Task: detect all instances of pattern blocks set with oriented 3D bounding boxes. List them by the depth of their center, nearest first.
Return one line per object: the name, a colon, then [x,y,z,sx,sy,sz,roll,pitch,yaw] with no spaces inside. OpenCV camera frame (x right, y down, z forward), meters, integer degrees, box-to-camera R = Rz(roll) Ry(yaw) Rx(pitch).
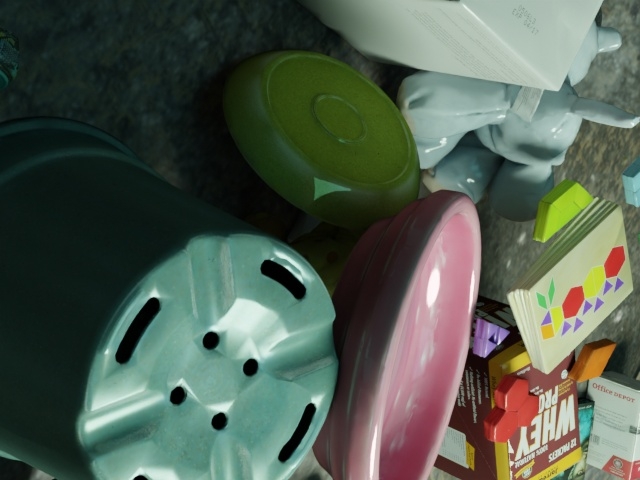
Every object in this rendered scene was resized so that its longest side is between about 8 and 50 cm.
pattern blocks set: [0.287,0.055,1.453,0.325,0.026,0.285,-32,129,-30]

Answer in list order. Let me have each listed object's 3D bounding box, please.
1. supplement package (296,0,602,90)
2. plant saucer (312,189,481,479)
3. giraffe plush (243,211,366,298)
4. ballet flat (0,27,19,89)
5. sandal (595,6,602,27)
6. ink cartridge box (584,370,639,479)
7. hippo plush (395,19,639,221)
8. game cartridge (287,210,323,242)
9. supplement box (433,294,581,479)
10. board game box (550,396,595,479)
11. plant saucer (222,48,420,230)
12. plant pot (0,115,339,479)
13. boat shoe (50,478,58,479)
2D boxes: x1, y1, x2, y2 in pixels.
supplement package: [0.129,-0.287,1.323,0.177,0.293,0.175,32,81,-41]
plant saucer: [0.072,0.109,1.241,0.332,0.084,0.332,14,90,-71]
giraffe plush: [-0.029,0.031,1.376,0.170,0.210,0.181,5,116,3]
ballet flat: [-0.341,-0.204,1.116,0.188,0.070,0.070,39,76,-41]
sandal: [0.306,-0.235,1.661,0.067,0.040,0.179,19,104,-36]
ink cartridge box: [0.439,0.269,1.863,0.056,0.099,0.135,-3,105,-39]
hippo plush: [0.218,-0.195,1.490,0.234,0.294,0.236,22,60,-5]
game cartridge: [0.000,0.000,1.479,0.083,0.017,0.056,34,83,-40]
supplement box: [0.205,0.188,1.582,0.129,0.194,0.191,-23,116,-34]
board game box: [0.318,0.297,1.819,0.186,0.026,0.126,-3,104,-39]
plant saucer: [0.013,-0.118,1.333,0.241,0.241,0.037,-1,145,-40]
plant pot: [-0.181,0.083,1.139,0.341,0.334,0.341,-13,111,-37]
boat shoe: [-0.309,0.339,1.233,0.302,0.109,0.098,-42,98,-18]
